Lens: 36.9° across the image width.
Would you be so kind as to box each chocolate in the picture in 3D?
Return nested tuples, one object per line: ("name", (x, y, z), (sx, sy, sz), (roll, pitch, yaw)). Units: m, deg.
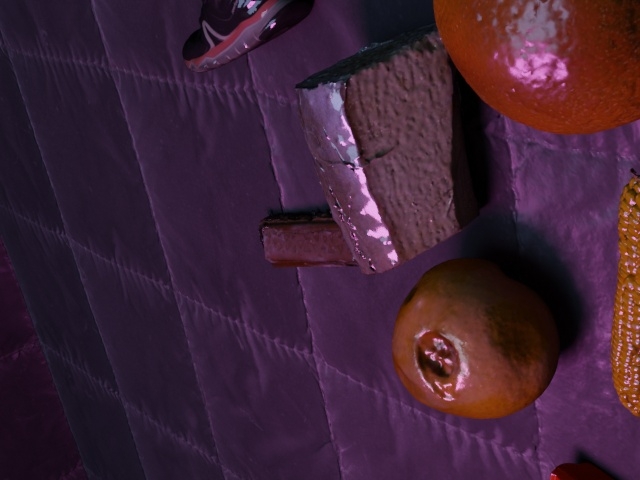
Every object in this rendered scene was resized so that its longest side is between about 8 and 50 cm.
("chocolate", (-0.003, 0.005, 1.514), (0.329, 0.065, 0.103), (0, 114, 56))

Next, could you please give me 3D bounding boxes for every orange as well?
("orange", (0.224, -0.228, 0.860), (0.264, 0.264, 0.264), (34, 138, 36))

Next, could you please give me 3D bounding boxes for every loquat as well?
("loquat", (0.198, 0.122, 1.212), (0.213, 0.213, 0.213), (34, 138, 36))

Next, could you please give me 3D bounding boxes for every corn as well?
("corn", (0.360, 0.061, 1.022), (0.102, 0.102, 0.313), (29, 138, 40))

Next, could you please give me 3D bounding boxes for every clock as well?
("clock", (0.363, 0.378, 1.294), (0.113, 0.061, 0.155), (34, 142, 36))

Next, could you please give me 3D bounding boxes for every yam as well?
("yam", (0.090, -0.108, 1.195), (0.201, 0.202, 0.271), (-148, 36, -71))

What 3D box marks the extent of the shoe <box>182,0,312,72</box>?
("shoe", (-0.136, -0.334, 1.392), (0.291, 0.114, 0.137), (-14, 108, 54))
